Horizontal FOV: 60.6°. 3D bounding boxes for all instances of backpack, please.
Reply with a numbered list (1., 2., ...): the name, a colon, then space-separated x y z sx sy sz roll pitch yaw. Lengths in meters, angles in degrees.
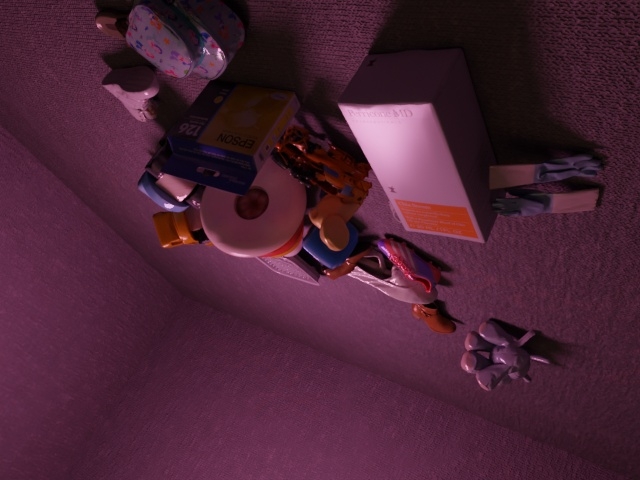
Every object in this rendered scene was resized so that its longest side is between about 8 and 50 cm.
1. backpack: -0.313 -0.493 1.278 0.253 0.191 0.225 32 157 -21

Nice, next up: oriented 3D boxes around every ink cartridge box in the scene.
1. ink cartridge box: -0.252 -0.287 1.460 0.303 0.307 0.072 17 153 27

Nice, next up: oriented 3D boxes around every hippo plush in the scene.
1. hippo plush: 0.687 0.427 2.060 0.294 0.235 0.236 -31 150 18

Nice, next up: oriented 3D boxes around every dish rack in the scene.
1. dish rack: -0.159 0.086 2.397 0.285 0.073 0.333 13 161 32

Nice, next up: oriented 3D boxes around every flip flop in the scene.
1. flip flop: -0.520 -0.567 1.486 0.276 0.080 0.112 17 155 28

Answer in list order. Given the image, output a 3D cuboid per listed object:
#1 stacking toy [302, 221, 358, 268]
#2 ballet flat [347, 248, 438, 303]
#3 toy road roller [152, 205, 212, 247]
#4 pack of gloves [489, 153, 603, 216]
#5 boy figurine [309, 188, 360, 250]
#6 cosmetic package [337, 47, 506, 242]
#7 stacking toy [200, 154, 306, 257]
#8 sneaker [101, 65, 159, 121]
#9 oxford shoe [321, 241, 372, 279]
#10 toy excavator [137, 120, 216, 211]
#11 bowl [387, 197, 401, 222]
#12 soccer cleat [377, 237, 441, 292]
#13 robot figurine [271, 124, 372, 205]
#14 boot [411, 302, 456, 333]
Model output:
1. stacking toy: 0.000 0.000 2.005 0.165 0.175 0.302 38 167 -13
2. ballet flat: 0.234 0.111 1.982 0.399 0.139 0.139 22 156 20
3. toy road roller: -0.510 -0.070 2.165 0.329 0.240 0.203 57 -164 -88
4. pack of gloves: 0.493 -0.129 1.217 0.231 0.046 0.195 -5 145 15
5. boy figurine: 0.049 -0.088 1.561 0.177 0.285 0.092 -21 127 18
6. cosmetic package: 0.248 -0.198 1.247 0.229 0.162 0.453 10 150 38
7. stacking toy: -0.175 -0.053 1.905 0.350 0.351 0.480 22 167 18
8. sneaker: -0.559 -0.459 1.746 0.292 0.108 0.169 22 160 43
9. oxford shoe: 0.107 0.073 1.960 0.212 0.076 0.076 -32 113 26
10. toy excavator: -0.561 -0.233 2.007 0.445 0.433 0.222 -32 120 33
11. bowl: 0.254 -0.095 1.561 0.170 0.080 0.170 26 157 12
12. soccer cleat: 0.296 0.080 1.859 0.247 0.095 0.083 32 158 -6
13. robot figurine: 0.002 -0.214 1.490 0.290 0.211 0.085 27 123 -14
14. boot: 0.451 0.293 2.158 0.197 0.073 0.152 21 152 13
